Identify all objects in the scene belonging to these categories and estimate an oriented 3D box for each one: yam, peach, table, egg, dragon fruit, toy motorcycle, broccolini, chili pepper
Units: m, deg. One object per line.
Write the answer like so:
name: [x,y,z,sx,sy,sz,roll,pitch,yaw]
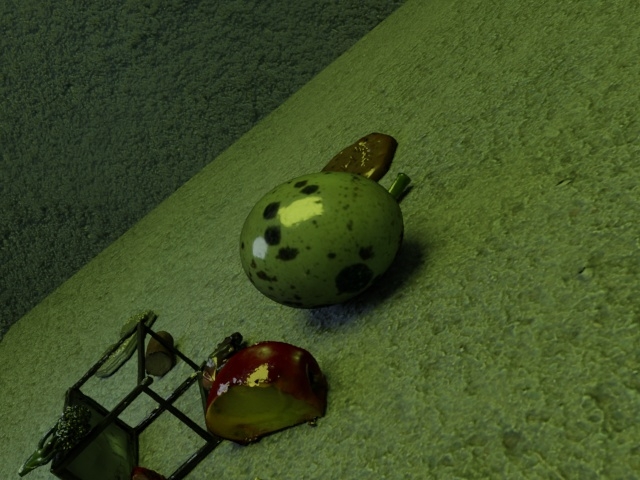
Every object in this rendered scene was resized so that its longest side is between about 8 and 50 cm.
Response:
yam: [-0.455,0.320,1.846,0.084,0.084,0.127,-40,19,8]
peach: [-0.122,0.285,1.275,0.267,0.158,0.154,-30,20,32]
table: [-0.406,0.384,1.464,0.272,0.222,0.335,-45,23,1]
egg: [0.000,0.000,1.388,0.379,0.287,0.287,-11,38,39]
dragon fruit: [-0.337,0.524,1.292,0.102,0.096,0.147,-152,73,-72]
toy motorcycle: [-0.225,0.284,1.524,0.118,0.084,0.212,-44,15,1]
broccolini: [-0.520,0.400,1.289,0.202,0.068,0.091,-44,50,24]
chili pepper: [0.144,-0.086,1.606,0.202,0.050,0.052,-43,7,3]

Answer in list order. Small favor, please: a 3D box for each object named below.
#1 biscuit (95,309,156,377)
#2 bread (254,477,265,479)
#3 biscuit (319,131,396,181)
biscuit: [-0.652,0.340,2.167,0.147,0.046,0.250,-20,32,42]
bread: [-0.059,0.453,1.030,0.152,0.105,0.077,31,72,34]
biscuit: [0.071,-0.192,1.918,0.359,0.046,0.359,-36,23,18]
